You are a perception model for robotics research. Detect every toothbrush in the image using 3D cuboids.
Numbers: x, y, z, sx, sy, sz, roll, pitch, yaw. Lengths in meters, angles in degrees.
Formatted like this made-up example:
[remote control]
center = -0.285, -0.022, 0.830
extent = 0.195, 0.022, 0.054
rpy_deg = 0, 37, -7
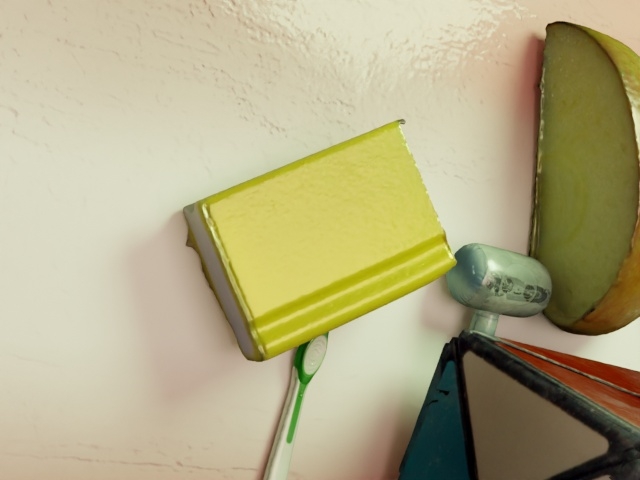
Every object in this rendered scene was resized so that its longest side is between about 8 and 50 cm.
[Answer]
[toothbrush]
center = -0.011, 0.119, 1.045
extent = 0.030, 0.030, 0.303
rpy_deg = 20, 81, -30

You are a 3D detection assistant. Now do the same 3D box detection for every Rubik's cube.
[Rubik's cube]
center = 0.262, 0.292, 1.032
extent = 0.305, 0.307, 0.310
rpy_deg = 14, 98, -32

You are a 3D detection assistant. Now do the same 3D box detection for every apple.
[apple]
center = 0.322, -0.064, 1.184
extent = 0.179, 0.254, 0.345
rpy_deg = 3, 90, 10

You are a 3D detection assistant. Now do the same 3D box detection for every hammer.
[hammer]
center = 0.173, 0.104, 1.140
extent = 0.116, 0.069, 0.193
rpy_deg = 13, 93, -31

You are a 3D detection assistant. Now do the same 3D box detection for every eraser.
[eraser]
center = 0.000, 0.000, 1.000
extent = 0.226, 0.069, 0.158
rpy_deg = -23, 96, -19
